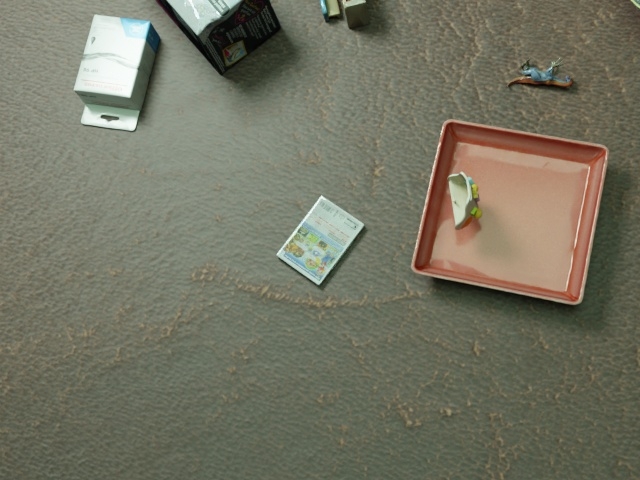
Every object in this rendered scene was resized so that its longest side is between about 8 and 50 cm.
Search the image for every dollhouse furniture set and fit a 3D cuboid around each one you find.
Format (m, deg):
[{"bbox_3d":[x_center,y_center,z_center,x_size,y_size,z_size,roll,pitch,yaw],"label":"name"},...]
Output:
[{"bbox_3d":[-0.004,-0.455,1.717,0.129,0.129,0.183,-13,72,4],"label":"dollhouse furniture set"}]

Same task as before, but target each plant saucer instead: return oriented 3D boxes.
[{"bbox_3d":[0.293,-0.042,1.597,0.259,0.047,0.258,11,76,12],"label":"plant saucer"}]

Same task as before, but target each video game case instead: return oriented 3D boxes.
[{"bbox_3d":[0.000,0.000,1.644,0.087,0.011,0.122,35,81,15],"label":"video game case"}]

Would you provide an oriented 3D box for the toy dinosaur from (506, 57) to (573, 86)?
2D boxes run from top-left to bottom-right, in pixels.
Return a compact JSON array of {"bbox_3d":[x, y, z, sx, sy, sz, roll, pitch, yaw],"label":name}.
[{"bbox_3d":[0.362,-0.262,1.668,0.082,0.047,0.090,40,116,8],"label":"toy dinosaur"}]

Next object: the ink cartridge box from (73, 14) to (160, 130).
[{"bbox_3d":[-0.347,-0.284,1.751,0.104,0.060,0.180,8,75,10],"label":"ink cartridge box"}]

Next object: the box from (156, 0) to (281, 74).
[{"bbox_3d":[-0.202,-0.432,1.720,0.142,0.163,0.247,-40,73,-3],"label":"box"}]

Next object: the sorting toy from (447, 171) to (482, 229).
[{"bbox_3d":[0.217,-0.067,1.550,0.045,0.075,0.083,-8,73,6],"label":"sorting toy"}]

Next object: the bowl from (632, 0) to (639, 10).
[{"bbox_3d":[0.560,-0.408,1.650,0.170,0.080,0.170,-2,73,8],"label":"bowl"}]
